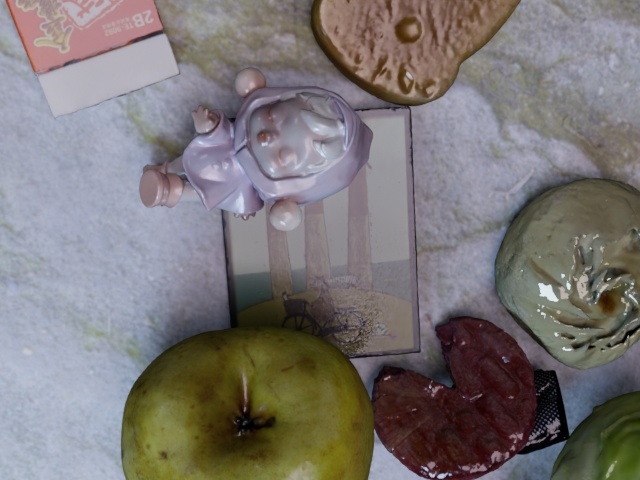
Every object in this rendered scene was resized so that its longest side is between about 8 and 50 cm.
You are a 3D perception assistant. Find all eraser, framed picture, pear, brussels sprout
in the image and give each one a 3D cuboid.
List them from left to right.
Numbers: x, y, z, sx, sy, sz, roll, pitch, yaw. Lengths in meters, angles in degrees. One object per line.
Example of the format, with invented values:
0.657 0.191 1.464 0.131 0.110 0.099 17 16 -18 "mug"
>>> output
-0.270 -0.272 1.132 0.157 0.038 0.230 -21 107 -8 "eraser"
-0.083 0.254 1.184 0.304 0.304 0.304 -3 104 -13 "pear"
0.000 0.000 1.262 0.244 0.013 0.324 -5 105 -4 "framed picture"
0.427 0.349 1.334 0.317 0.242 0.273 -63 153 3 "brussels sprout"

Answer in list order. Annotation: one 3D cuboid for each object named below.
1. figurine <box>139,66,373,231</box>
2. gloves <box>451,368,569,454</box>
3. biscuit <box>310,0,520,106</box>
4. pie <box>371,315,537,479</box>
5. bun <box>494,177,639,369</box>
-0.073 -0.095 1.160 0.276 0.133 0.200 -15 76 3 "figurine"
0.238 0.241 1.355 0.180 0.106 0.129 -12 66 14 "gloves"
0.115 -0.347 1.197 0.287 0.057 0.344 32 95 -19 "biscuit"
0.174 0.209 1.299 0.218 0.204 0.054 -25 153 1 "pie"
0.363 0.044 1.309 0.259 0.152 0.259 -3 104 -10 "bun"
